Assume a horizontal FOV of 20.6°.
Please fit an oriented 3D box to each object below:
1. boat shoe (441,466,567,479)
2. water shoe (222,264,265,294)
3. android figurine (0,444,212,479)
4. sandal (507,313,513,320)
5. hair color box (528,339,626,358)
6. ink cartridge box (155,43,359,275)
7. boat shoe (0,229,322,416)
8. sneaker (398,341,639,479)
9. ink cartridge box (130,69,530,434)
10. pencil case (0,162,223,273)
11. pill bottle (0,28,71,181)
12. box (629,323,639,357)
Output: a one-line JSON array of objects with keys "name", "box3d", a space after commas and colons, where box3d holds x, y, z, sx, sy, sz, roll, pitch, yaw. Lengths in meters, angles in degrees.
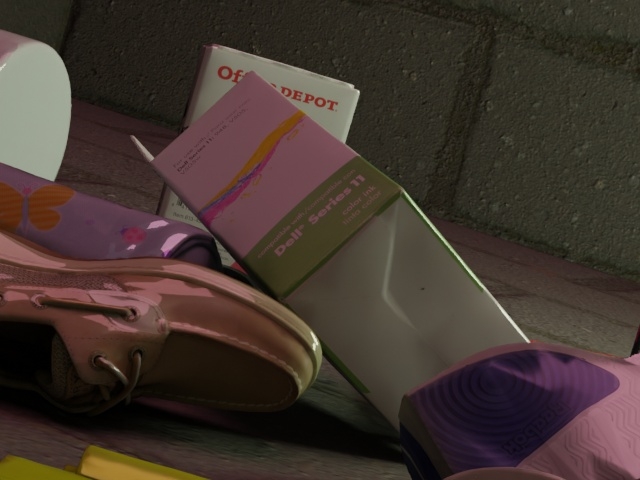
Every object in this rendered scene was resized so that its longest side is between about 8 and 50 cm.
[{"name": "boat shoe", "box3d": [0.167, 0.188, 0.978, 0.227, 0.079, 0.081, 14, -18, 15]}, {"name": "water shoe", "box3d": [-0.132, 0.039, 1.582, 0.203, 0.073, 0.080, 26, -8, 27]}, {"name": "android figurine", "box3d": [-0.076, 0.147, 0.750, 0.273, 0.056, 0.248, 15, 6, 4]}, {"name": "sandal", "box3d": [0.115, 0.117, 1.501, 0.097, 0.054, 0.254, -16, 8, 16]}, {"name": "hair color box", "box3d": [0.186, 0.131, 1.386, 0.167, 0.093, 0.053, 13, 7, -33]}, {"name": "ink cartridge box", "box3d": [-0.075, -0.079, 1.920, 0.172, 0.237, 0.100, 15, 6, -9]}, {"name": "boat shoe", "box3d": [-0.149, 0.068, 1.129, 0.302, 0.109, 0.098, 16, 46, -9]}, {"name": "sneaker", "box3d": [0.213, 0.147, 1.190, 0.315, 0.182, 0.127, -14, 52, -14]}, {"name": "ink cartridge box", "box3d": [0.000, 0.000, 1.361, 0.207, 0.119, 0.353, 49, -3, -33]}, {"name": "pencil case", "box3d": [-0.205, 0.014, 1.303, 0.273, 0.113, 0.124, 19, -37, 21]}, {"name": "pill bottle", "box3d": [-0.438, -0.139, 1.584, 0.392, 0.224, 0.224, 18, 7, 18]}, {"name": "box", "box3d": [0.426, 0.058, 1.834, 0.143, 0.270, 0.165, 19, 6, 20]}]
